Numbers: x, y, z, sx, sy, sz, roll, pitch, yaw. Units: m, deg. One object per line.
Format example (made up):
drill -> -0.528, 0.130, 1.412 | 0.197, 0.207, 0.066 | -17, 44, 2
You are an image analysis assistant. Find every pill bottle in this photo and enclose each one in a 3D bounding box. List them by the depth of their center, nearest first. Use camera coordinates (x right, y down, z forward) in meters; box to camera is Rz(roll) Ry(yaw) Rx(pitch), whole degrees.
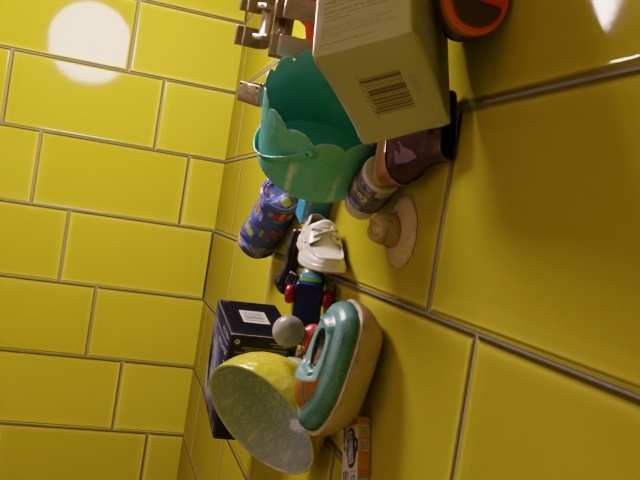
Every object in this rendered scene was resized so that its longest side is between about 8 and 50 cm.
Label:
pill bottle -> 0.096, -0.096, 1.419 | 0.137, 0.078, 0.078 | 124, 150, -61

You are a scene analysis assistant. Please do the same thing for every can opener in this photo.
can opener -> -0.076, 0.059, 1.996 | 0.059, 0.073, 0.186 | 5, -82, -67

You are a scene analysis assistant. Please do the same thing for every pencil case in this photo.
pencil case -> -0.152, -0.066, 2.168 | 0.133, 0.119, 0.306 | 60, 148, 18

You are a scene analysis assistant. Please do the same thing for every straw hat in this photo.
straw hat -> 0.117, -0.020, 1.344 | 0.144, 0.061, 0.144 | -172, 90, -74

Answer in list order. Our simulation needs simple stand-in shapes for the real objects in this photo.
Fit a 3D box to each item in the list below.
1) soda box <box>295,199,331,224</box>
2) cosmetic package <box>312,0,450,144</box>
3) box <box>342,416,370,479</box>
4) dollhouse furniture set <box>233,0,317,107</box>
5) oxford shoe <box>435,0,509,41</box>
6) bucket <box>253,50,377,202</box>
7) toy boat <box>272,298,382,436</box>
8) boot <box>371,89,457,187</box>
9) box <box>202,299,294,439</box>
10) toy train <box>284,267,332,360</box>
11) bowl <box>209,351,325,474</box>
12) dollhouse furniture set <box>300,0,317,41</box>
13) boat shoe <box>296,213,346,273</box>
soda box -> -0.001, -0.142, 1.793 | 0.071, 0.067, 0.210 | -115, 37, -63
cosmetic package -> 0.105, -0.378, 1.190 | 0.217, 0.156, 0.385 | 53, -147, -50
box -> 0.065, 0.396, 1.373 | 0.081, 0.028, 0.136 | 134, 144, -63
dollhouse furniture set -> -0.071, -0.407, 1.621 | 0.212, 0.161, 0.242 | 30, 114, 53
oxford shoe -> 0.219, -0.480, 1.115 | 0.133, 0.130, 0.364 | -150, 68, -82
bucket -> 0.003, -0.222, 1.486 | 0.183, 0.281, 0.281 | 111, 160, -48
toy boat -> -0.002, 0.224, 1.441 | 0.318, 0.148, 0.267 | -141, 69, -74
boot -> 0.168, -0.218, 1.286 | 0.207, 0.090, 0.248 | -22, 58, 57
box -> -0.204, 0.349, 2.042 | 0.296, 0.182, 0.294 | -138, 57, -71
toy train -> -0.035, 0.188, 1.720 | 0.143, 0.105, 0.248 | -81, -1, -69
bowl -> -0.083, 0.342, 1.616 | 0.156, 0.289, 0.289 | -39, -16, -39
dollhouse furniture set -> -0.008, -0.439, 1.682 | 0.262, 0.135, 0.259 | 51, 162, 32
boat shoe -> 0.000, 0.000, 1.665 | 0.277, 0.098, 0.096 | -127, 47, -69
